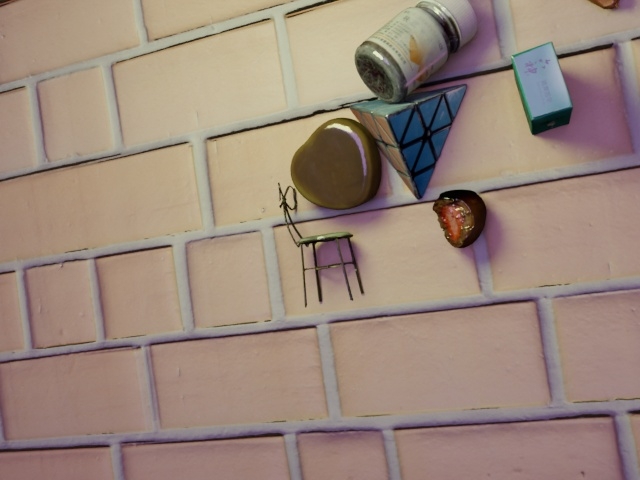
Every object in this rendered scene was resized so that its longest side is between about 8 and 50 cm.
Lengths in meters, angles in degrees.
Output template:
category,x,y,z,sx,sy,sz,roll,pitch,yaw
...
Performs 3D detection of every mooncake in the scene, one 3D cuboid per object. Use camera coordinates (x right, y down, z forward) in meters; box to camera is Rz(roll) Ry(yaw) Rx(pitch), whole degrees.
category,x,y,z,sx,sy,sz,roll,pitch,yaw
mooncake,0.053,-0.187,1.806,0.235,0.117,0.234,4,102,17

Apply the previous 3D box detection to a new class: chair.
category,x,y,z,sx,sy,sz,roll,pitch,yaw
chair,0.000,0.000,1.812,0.170,0.160,0.325,-10,89,17

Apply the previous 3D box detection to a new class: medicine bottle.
category,x,y,z,sx,sy,sz,roll,pitch,yaw
medicine bottle,0.227,-0.466,1.669,0.273,0.165,0.165,-41,77,-12

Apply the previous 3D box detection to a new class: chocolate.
category,x,y,z,sx,sy,sz,roll,pitch,yaw
chocolate,0.339,-0.050,1.710,0.127,0.124,0.133,-2,112,-5

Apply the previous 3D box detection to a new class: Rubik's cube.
category,x,y,z,sx,sy,sz,roll,pitch,yaw
Rubik's cube,0.210,-0.277,1.738,0.228,0.229,0.233,19,55,-18

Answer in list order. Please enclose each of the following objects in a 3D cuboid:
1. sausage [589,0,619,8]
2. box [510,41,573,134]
category,x,y,z,sx,sy,sz,roll,pitch,yaw
sausage,0.626,-0.591,1.629,0.169,0.065,0.065,36,102,15
box,0.498,-0.334,1.582,0.092,0.245,0.153,-17,86,16
